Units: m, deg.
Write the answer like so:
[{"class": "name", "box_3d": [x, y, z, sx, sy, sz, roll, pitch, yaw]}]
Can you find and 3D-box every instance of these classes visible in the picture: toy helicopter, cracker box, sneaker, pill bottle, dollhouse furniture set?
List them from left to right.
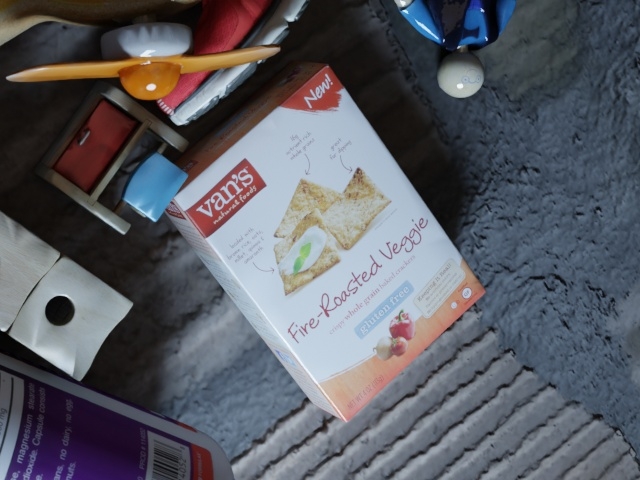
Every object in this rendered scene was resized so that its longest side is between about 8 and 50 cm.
[{"class": "pill bottle", "box_3d": [-0.230, 0.166, 1.192, 0.323, 0.181, 0.181, 26, 87, -26]}, {"class": "toy helicopter", "box_3d": [-0.187, -0.163, 1.170, 0.355, 0.140, 0.235, -34, 87, 1]}, {"class": "dollhouse furniture set", "box_3d": [-0.181, -0.026, 1.209, 0.129, 0.129, 0.184, 37, 84, -25]}, {"class": "sneaker", "box_3d": [-0.055, -0.213, 1.271, 0.118, 0.107, 0.279, 31, 82, -7]}, {"class": "cracker box", "box_3d": [0.000, 0.000, 1.333, 0.156, 0.067, 0.232, -42, 113, -13]}]

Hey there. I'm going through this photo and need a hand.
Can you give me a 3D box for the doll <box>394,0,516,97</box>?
[{"class": "doll", "box_3d": [0.106, -0.204, 1.359, 0.129, 0.046, 0.189, -11, 110, -32]}]
